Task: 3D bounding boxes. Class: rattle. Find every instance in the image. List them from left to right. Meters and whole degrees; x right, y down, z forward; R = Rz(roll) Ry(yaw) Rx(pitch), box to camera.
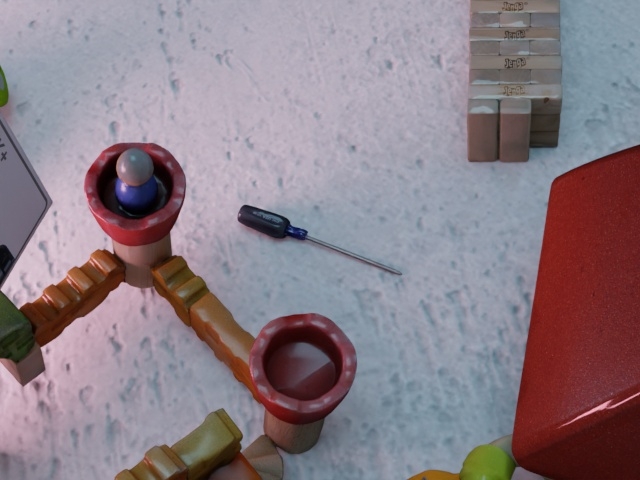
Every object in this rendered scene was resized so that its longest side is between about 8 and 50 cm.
[{"bbox_3d":[0.178,0.241,1.044,0.200,0.142,0.130,12,47,-28],"label":"rattle"}]

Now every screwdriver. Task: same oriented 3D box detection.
[{"bbox_3d":[0.000,0.000,1.206,0.170,0.024,0.025,18,35,9],"label":"screwdriver"}]

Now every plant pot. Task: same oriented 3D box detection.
[{"bbox_3d":[0.333,0.058,0.952,0.267,0.236,0.267,21,61,-14],"label":"plant pot"}]

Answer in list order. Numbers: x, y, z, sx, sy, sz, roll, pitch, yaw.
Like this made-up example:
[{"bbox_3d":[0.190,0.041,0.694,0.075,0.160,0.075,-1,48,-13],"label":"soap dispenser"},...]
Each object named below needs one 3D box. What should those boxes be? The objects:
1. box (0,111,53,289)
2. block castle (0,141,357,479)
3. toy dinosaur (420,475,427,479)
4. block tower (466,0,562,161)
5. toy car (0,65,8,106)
[{"bbox_3d":[-0.311,0.031,0.866,0.087,0.169,0.290,15,61,18],"label":"box"},{"bbox_3d":[-0.220,0.153,0.991,0.453,0.213,0.303,-38,71,-22],"label":"block castle"},{"bbox_3d":[-0.007,0.292,0.922,0.200,0.295,0.127,-5,28,-9],"label":"toy dinosaur"},{"bbox_3d":[0.195,-0.242,1.277,0.091,0.097,0.335,1,63,7],"label":"block tower"},{"bbox_3d":[-0.390,-0.080,1.254,0.155,0.149,0.188,-12,89,4],"label":"toy car"}]
